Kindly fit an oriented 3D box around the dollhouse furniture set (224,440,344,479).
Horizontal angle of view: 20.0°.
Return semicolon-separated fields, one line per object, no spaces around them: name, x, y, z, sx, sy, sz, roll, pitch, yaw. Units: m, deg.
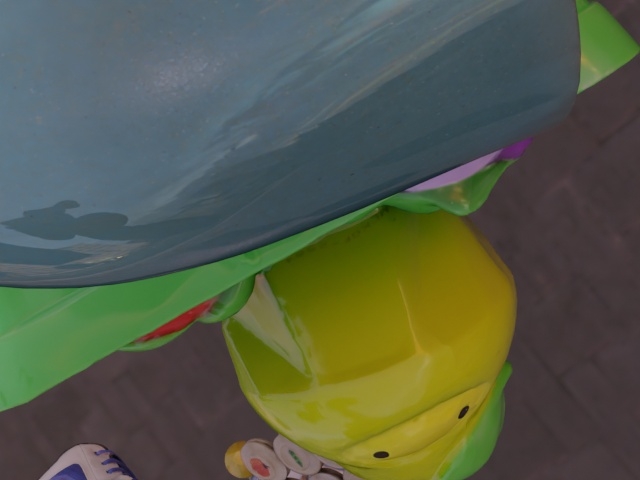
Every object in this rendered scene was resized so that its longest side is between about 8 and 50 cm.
dollhouse furniture set;-0.010;0.398;2.090;0.303;0.286;0.198;19;170;7

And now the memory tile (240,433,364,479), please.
memory tile;0.018;0.183;1.225;0.113;0.012;0.148;-21;112;45

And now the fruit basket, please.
fruit basket;0.000;0.000;1.001;0.392;0.392;0.283;59;179;-8

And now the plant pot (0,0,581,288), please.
plant pot;-0.078;-0.116;0.690;0.293;0.235;0.293;59;172;13

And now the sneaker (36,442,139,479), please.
sneaker;-0.201;0.264;1.776;0.315;0.182;0.127;-15;117;21
